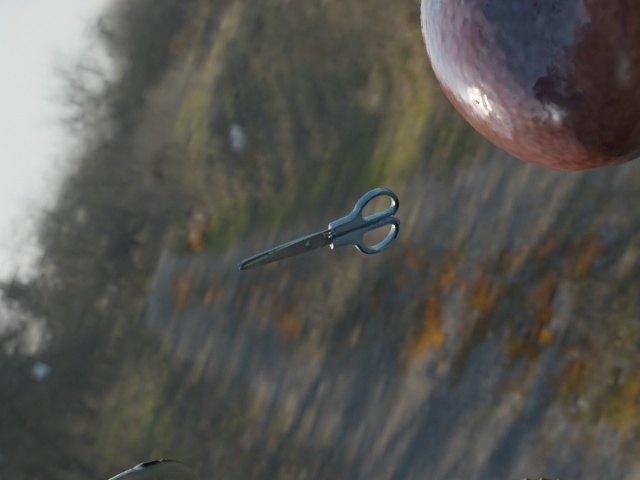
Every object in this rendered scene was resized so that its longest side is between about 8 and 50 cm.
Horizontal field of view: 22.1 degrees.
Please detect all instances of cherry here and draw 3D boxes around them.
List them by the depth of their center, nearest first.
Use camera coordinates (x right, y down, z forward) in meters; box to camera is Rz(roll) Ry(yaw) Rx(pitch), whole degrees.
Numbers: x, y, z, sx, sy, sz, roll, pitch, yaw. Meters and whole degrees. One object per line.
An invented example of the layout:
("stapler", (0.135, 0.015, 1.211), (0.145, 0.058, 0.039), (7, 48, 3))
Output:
("cherry", (0.186, -0.168, 1.144), (0.236, 0.213, 0.285), (-41, 35, -12))

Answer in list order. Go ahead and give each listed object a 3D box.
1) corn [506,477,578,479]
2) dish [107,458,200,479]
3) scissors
("corn", (0.080, 0.185, 0.923), (0.097, 0.262, 0.097), (-6, -90, -75))
("dish", (-0.127, 0.264, 0.819), (0.316, 0.106, 0.316), (-45, -21, -23))
("scissors", (0.000, 0.000, 0.750), (0.006, 0.083, 0.036), (50, 151, 44))
